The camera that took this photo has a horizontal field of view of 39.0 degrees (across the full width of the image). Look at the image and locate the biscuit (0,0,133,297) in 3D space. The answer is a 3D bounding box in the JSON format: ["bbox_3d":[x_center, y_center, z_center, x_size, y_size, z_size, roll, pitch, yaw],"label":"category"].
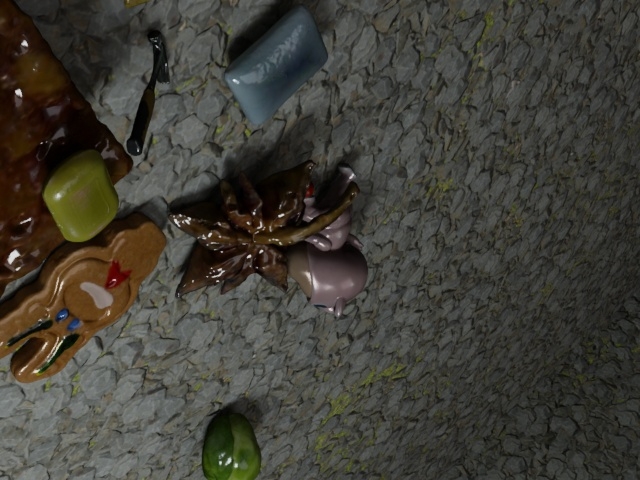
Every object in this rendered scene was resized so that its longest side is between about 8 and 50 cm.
[{"bbox_3d":[-0.437,-0.105,1.046,0.342,0.166,0.395,-44,151,-12],"label":"biscuit"}]

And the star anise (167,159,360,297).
[{"bbox_3d":[-0.107,-0.014,1.583,0.349,0.109,0.292,1,133,-34],"label":"star anise"}]

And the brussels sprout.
[{"bbox_3d":[-0.198,0.472,1.985,0.131,0.145,0.183,-12,132,-9],"label":"brussels sprout"}]

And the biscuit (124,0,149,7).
[{"bbox_3d":[-0.228,-0.356,1.199,0.083,0.018,0.081,-30,143,-29],"label":"biscuit"}]

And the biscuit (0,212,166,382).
[{"bbox_3d":[-0.382,0.090,1.437,0.334,0.047,0.202,-44,148,-13],"label":"biscuit"}]

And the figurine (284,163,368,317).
[{"bbox_3d":[0.000,0.000,1.766,0.176,0.186,0.287,-81,171,-67],"label":"figurine"}]

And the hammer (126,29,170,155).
[{"bbox_3d":[-0.235,-0.193,1.236,0.078,0.021,0.201,82,10,-53],"label":"hammer"}]

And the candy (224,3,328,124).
[{"bbox_3d":[-0.068,-0.278,1.431,0.174,0.071,0.138,-44,149,-9],"label":"candy"}]

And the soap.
[{"bbox_3d":[-0.293,-0.055,1.107,0.089,0.045,0.140,-41,155,-21],"label":"soap"}]
